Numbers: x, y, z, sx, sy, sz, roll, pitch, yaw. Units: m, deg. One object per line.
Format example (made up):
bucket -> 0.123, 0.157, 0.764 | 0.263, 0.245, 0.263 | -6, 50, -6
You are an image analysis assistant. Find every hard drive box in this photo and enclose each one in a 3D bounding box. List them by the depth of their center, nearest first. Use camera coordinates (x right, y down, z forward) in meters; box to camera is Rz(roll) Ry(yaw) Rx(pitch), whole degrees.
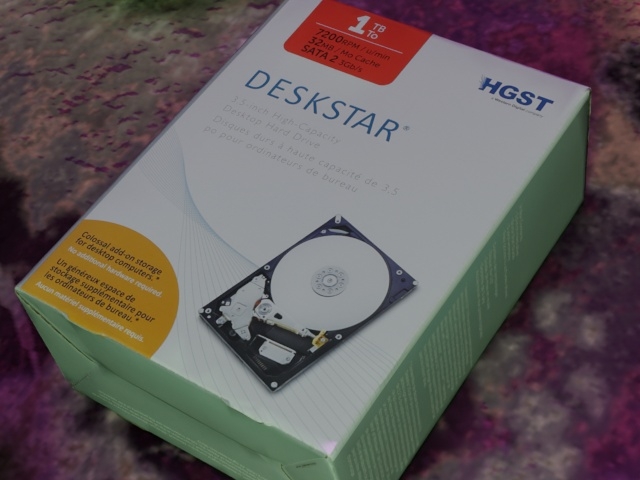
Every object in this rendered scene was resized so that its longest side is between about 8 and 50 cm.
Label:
hard drive box -> 0.000, 0.000, 0.590 | 0.181, 0.089, 0.232 | 23, 59, 25
